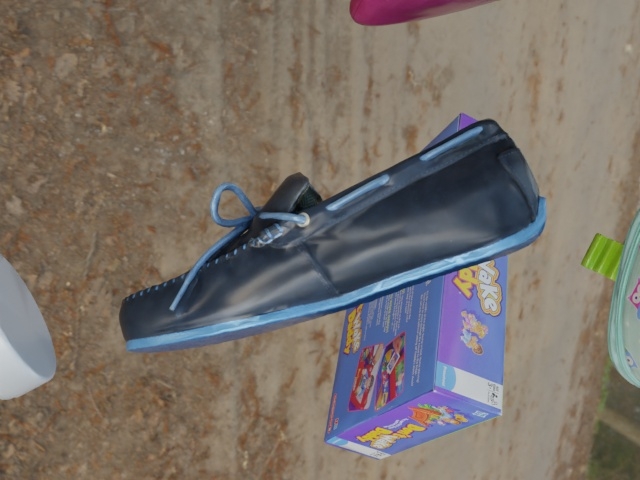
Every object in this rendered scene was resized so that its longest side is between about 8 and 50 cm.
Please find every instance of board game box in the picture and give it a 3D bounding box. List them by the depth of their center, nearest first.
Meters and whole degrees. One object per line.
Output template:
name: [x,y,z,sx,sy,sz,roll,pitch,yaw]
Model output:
board game box: [0.115,0.056,0.830,0.078,0.233,0.347,23,56,-17]

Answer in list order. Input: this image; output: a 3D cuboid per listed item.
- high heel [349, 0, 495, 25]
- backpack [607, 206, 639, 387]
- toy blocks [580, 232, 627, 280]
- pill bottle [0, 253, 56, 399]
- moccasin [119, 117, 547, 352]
high heel: [0.177,-0.275,0.667,0.377,0.127,0.181,-12,157,-48]
backpack: [0.278,0.036,0.464,0.188,0.144,0.165,7,97,-30]
toy blocks: [0.564,0.092,0.887,0.381,0.261,0.190,21,99,-22]
pill bottle: [-0.229,0.075,0.335,0.184,0.103,0.103,-26,131,-7]
moccasin: [0.000,0.000,0.573,0.138,0.342,0.116,62,11,-82]
